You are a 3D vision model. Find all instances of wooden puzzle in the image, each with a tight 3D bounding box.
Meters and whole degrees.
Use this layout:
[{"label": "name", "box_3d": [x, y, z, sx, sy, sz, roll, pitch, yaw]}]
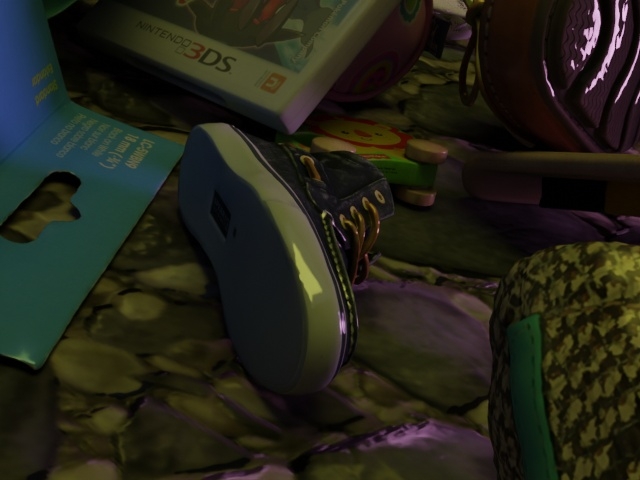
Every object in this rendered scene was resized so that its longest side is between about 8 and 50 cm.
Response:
[{"label": "wooden puzzle", "box_3d": [0.226, -0.024, 0.616, 0.221, 0.044, 0.238, 3, -1, -27]}]

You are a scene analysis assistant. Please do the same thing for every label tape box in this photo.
[{"label": "label tape box", "box_3d": [-0.230, -0.094, 0.495, 0.333, 0.106, 0.241, 17, 26, 0]}]

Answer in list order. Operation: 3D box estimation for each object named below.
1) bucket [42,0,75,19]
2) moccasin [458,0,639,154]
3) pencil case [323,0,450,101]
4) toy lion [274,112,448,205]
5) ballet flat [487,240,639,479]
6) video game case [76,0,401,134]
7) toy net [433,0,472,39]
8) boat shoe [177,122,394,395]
[{"label": "bucket", "box_3d": [-0.185, -0.271, 0.671, 0.281, 0.281, 0.183, 18, 30, 2]}, {"label": "moccasin", "box_3d": [0.154, -0.137, 0.775, 0.147, 0.139, 0.380, 15, 18, 17]}, {"label": "pencil case", "box_3d": [-0.041, -0.198, 0.810, 0.124, 0.124, 0.284, -5, 32, -39]}, {"label": "toy lion", "box_3d": [0.015, -0.051, 0.655, 0.100, 0.034, 0.096, -2, 24, -35]}, {"label": "ballet flat", "box_3d": [0.256, 0.035, 0.431, 0.482, 0.164, 0.182, -3, 73, -33]}, {"label": "video game case", "box_3d": [-0.023, -0.167, 0.685, 0.183, 0.201, 0.023, 27, -18, 37]}, {"label": "toy net", "box_3d": [0.148, -0.199, 1.035, 0.122, 0.045, 0.232, 49, 37, 13]}, {"label": "boat shoe", "box_3d": [0.000, 0.000, 0.493, 0.083, 0.065, 0.183, 5, 27, -22]}]
